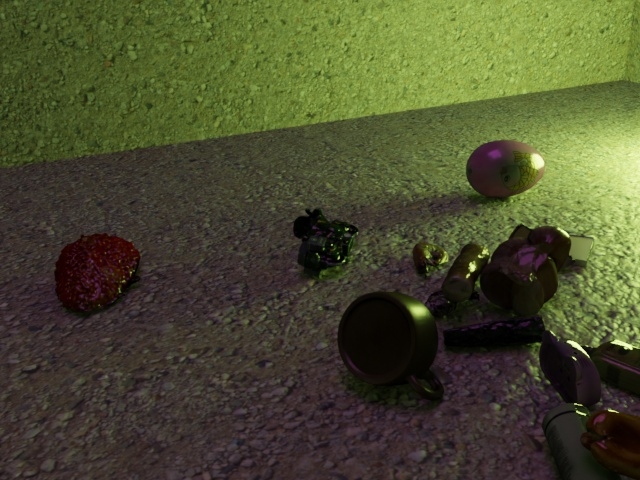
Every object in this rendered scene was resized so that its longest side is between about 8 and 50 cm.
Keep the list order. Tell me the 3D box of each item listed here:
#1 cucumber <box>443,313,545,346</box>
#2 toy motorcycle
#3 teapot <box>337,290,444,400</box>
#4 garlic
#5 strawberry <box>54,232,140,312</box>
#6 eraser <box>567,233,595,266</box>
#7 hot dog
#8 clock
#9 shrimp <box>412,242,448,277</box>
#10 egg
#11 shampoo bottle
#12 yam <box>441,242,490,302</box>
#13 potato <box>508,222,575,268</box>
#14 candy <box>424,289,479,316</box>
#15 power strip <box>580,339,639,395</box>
[{"bbox_3d":[0.370,0.205,1.385,0.211,0.062,0.078,-10,-9,1],"label":"cucumber"},{"bbox_3d":[0.000,0.000,1.808,0.187,0.124,0.274,10,27,9],"label":"toy motorcycle"},{"bbox_3d":[0.160,0.207,1.294,0.175,0.185,0.267,11,39,-52],"label":"teapot"},{"bbox_3d":[0.473,0.063,1.499,0.160,0.191,0.214,18,62,30],"label":"garlic"},{"bbox_3d":[-0.601,0.069,1.735,0.234,0.137,0.306,-11,24,-17],"label":"strawberry"},{"bbox_3d":[0.685,0.024,1.758,0.104,0.023,0.150,9,28,28],"label":"eraser"},{"bbox_3d":[0.499,0.326,0.981,0.250,0.068,0.100,19,49,-19],"label":"hot dog"},{"bbox_3d":[0.474,0.239,1.224,0.050,0.110,0.152,-10,26,-6],"label":"clock"},{"bbox_3d":[0.296,0.053,1.752,0.099,0.041,0.180,15,26,6],"label":"shrimp"},{"bbox_3d":[0.615,-0.242,2.140,0.271,0.196,0.196,-20,29,-22],"label":"egg"},{"bbox_3d":[0.416,0.366,0.991,0.085,0.085,0.262,-2,25,5],"label":"shampoo bottle"},{"bbox_3d":[0.358,0.073,1.569,0.081,0.081,0.357,5,15,19],"label":"yam"},{"bbox_3d":[0.568,0.036,1.700,0.172,0.100,0.089,31,5,3],"label":"potato"},{"bbox_3d":[0.281,0.157,1.511,0.226,0.051,0.094,-22,38,-32],"label":"candy"},{"bbox_3d":[0.665,0.269,1.188,0.092,0.066,0.388,-23,30,-39],"label":"power strip"}]
